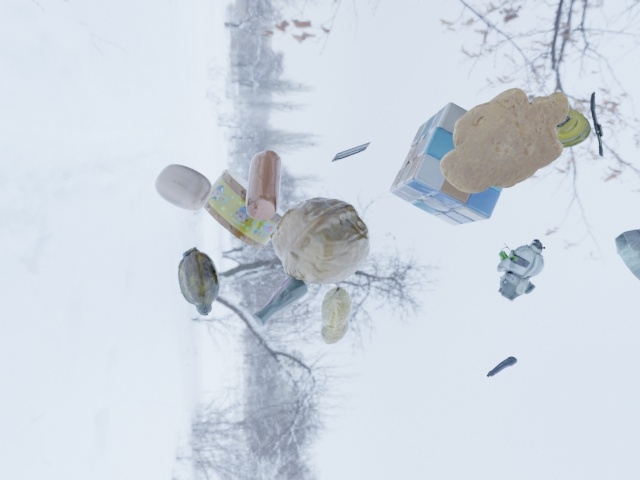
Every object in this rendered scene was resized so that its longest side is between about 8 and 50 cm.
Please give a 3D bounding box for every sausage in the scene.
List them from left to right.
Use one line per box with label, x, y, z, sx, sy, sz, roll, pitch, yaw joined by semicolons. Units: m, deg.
sausage;-0.203;-0.211;1.746;0.121;0.121;0.304;97;-6;-48

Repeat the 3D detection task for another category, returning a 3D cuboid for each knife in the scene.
knife;0.632;0.443;1.682;0.121;0.018;0.031;-43;-141;16
knife;0.931;-0.387;1.618;0.021;0.045;0.222;-1;-73;51

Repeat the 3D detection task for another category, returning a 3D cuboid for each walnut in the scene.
walnut;-0.002;0.002;1.620;0.344;0.306;0.306;-12;104;-55

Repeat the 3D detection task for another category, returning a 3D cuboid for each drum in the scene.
drum;-0.393;-0.163;2.489;0.214;0.431;0.431;-51;-166;6

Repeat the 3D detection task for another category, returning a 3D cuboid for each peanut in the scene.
peanut;0.065;0.344;2.162;0.149;0.149;0.313;-99;-168;-48

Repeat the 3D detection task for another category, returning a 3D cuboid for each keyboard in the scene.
keyboard;0.136;-0.391;2.126;0.011;0.202;0.067;57;-33;12

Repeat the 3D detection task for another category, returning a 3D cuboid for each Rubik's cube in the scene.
Rubik's cube;0.534;-0.290;1.951;0.345;0.346;0.347;-64;-176;-5

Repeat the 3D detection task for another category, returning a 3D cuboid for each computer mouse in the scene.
computer mouse;0.964;0.061;1.422;0.126;0.231;0.071;-35;-168;43

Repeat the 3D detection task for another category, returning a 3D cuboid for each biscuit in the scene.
biscuit;0.506;-0.277;1.338;0.376;0.269;0.051;-36;-157;34

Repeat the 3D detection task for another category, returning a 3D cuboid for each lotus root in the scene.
lotus root;-0.354;0.119;1.419;0.120;0.120;0.210;123;-48;-77

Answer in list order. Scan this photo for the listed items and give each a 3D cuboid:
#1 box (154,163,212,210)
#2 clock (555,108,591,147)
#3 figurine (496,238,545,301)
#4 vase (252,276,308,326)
box;-0.476;-0.186;1.679;0.146;0.200;0.088;-62;168;-18
clock;0.885;-0.436;1.799;0.057;0.236;0.237;71;9;-48
figurine;0.580;0.080;1.392;0.192;0.126;0.147;-63;176;17
vase;-0.145;0.214;1.693;0.086;0.214;0.086;33;-34;27
